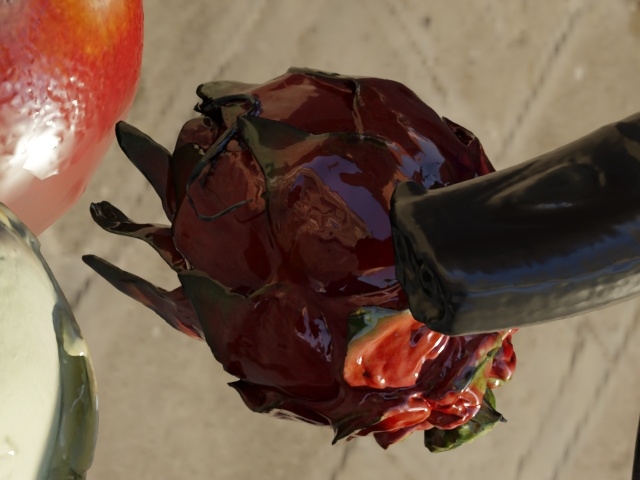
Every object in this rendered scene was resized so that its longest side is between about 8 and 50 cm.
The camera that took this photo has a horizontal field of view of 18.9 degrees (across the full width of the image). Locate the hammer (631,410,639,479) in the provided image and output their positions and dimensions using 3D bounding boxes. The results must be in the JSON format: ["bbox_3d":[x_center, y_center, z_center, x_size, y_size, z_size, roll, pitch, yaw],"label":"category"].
[{"bbox_3d":[0.222,0.174,1.312,0.111,0.033,0.288,21,76,-37],"label":"hammer"}]

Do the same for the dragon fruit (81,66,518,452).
[{"bbox_3d":[0.000,0.000,1.014,0.192,0.274,0.193,-35,159,-37],"label":"dragon fruit"}]

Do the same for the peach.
[{"bbox_3d":[-0.305,-0.112,1.362,0.335,0.406,0.310,8,59,-61],"label":"peach"}]

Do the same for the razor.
[{"bbox_3d":[0.104,-0.005,0.819,0.148,0.090,0.054,-18,123,-9],"label":"razor"}]

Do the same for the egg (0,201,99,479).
[{"bbox_3d":[-0.210,0.054,0.769,0.201,0.244,0.201,-29,130,-42],"label":"egg"}]
